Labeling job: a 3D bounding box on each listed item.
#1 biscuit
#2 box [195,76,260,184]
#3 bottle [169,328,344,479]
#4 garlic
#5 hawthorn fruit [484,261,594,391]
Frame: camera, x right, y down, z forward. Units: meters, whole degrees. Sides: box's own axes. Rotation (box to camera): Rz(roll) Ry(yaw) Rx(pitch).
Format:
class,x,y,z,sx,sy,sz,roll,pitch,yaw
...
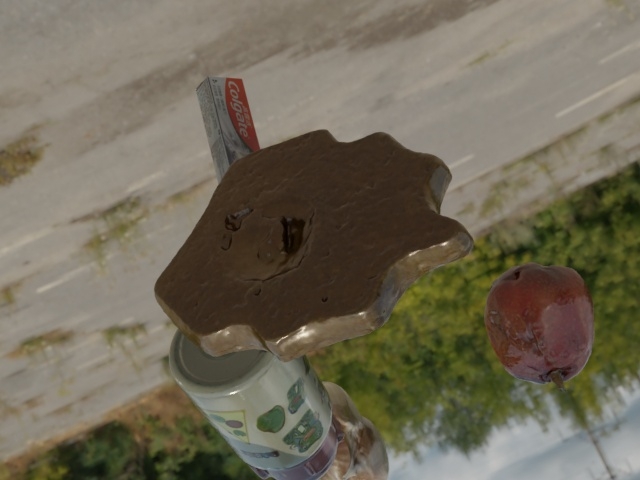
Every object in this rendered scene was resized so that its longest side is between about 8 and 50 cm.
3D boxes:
class,x,y,z,sx,sy,sz,roll,pitch,yaw
biscuit,0.001,0.002,0.671,0.215,0.034,0.182,3,-128,37
box,-0.100,-0.099,1.279,0.055,0.218,0.039,0,154,-34
bottle,-0.053,0.167,1.069,0.120,0.120,0.253,-26,138,0
garlic,0.027,0.280,1.482,0.124,0.175,0.099,-35,-171,-40
hawthorn fruit,0.324,0.122,1.575,0.173,0.179,0.173,12,178,0
